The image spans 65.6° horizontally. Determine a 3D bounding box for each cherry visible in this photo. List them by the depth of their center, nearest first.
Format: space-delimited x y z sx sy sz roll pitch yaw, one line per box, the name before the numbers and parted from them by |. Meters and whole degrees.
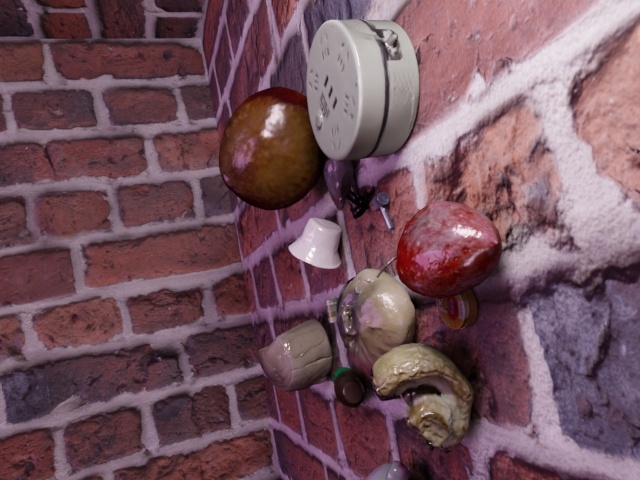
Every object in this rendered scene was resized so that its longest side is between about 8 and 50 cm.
cherry | 0.250 0.019 0.963 0.175 0.192 0.249 48 155 -12

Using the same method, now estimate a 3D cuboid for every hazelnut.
hazelnut | -0.151 -0.308 1.686 0.421 0.352 0.422 2 -90 -77

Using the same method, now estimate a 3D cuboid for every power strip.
power strip | 0.094 -0.377 1.231 0.357 0.161 0.358 171 90 -69

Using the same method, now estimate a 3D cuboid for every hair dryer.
hair dryer | 0.173 -0.068 1.340 0.115 0.037 0.063 70 159 10

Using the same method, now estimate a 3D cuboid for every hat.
hat | 0.000 0.000 1.659 0.203 0.203 0.126 50 124 54

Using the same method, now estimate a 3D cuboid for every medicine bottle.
medicine bottle | 0.044 0.252 1.786 0.047 0.047 0.084 154 105 -69

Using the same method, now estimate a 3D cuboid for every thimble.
thimble | 0.191 0.412 1.443 0.104 0.066 0.095 -174 77 -72

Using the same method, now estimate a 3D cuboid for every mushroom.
mushroom | 0.249 0.333 1.127 0.267 0.164 0.189 48 -173 -6

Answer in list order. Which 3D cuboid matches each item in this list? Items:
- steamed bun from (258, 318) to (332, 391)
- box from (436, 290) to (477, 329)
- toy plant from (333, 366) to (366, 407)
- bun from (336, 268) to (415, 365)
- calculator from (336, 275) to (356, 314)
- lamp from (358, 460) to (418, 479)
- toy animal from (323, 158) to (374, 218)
steamed bun | -0.097 0.484 1.987 0.236 0.246 0.383 63 150 14
box | 0.297 0.141 1.086 0.105 0.037 0.106 172 90 -70
toy plant | 0.100 0.500 1.681 0.200 0.105 0.143 109 136 -83
bun | 0.142 0.216 1.353 0.272 0.168 0.273 13 105 63
calculator | 0.104 0.237 1.645 0.268 0.040 0.177 104 152 -55
lamp | 0.185 0.762 1.328 0.247 0.301 0.247 16 144 27
toy animal | 0.061 -0.216 1.488 0.195 0.090 0.324 -34 75 61
